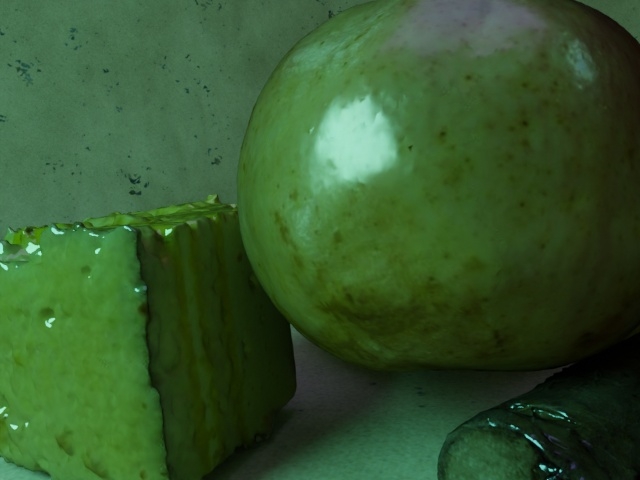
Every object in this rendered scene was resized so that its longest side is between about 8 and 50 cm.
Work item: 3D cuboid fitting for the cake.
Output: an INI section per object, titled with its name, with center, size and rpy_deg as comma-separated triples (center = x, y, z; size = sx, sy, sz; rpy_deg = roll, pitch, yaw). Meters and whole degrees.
[cake]
center = -0.150, 0.074, 0.569
size = 0.222, 0.227, 0.286
rpy_deg = 0, 8, 26

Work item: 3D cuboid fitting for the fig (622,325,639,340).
[fig]
center = 0.372, 0.107, 0.620
size = 0.136, 0.121, 0.153
rpy_deg = -3, 31, 29

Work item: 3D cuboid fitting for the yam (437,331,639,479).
[yam]
center = 0.216, 0.138, 0.402
size = 0.279, 0.131, 0.131
rpy_deg = -9, 10, -37

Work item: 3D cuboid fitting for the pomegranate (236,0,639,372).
[pomegranate]
center = 0.101, -0.058, 0.454
size = 0.338, 0.338, 0.338
rpy_deg = -2, 8, 0
